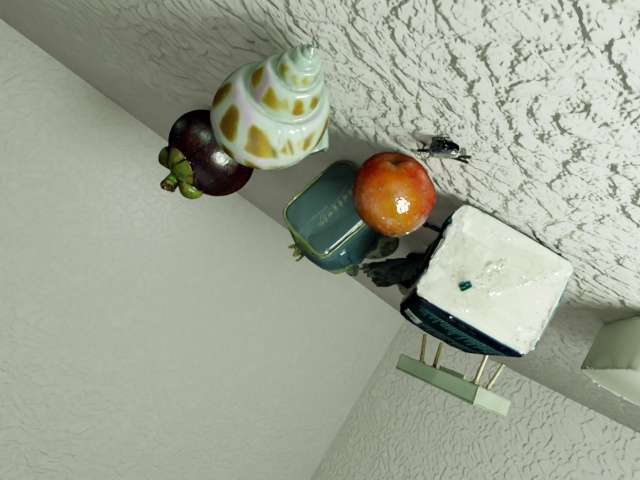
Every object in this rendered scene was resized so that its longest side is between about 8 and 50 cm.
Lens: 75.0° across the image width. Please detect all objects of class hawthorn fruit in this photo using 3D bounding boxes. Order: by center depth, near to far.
[{"bbox_3d":[0.144,-0.097,0.847,0.173,0.173,0.173,32,172,5],"label":"hawthorn fruit"}]

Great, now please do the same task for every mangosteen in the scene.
[{"bbox_3d":[-0.364,-0.267,1.360,0.300,0.300,0.300,32,172,5],"label":"mangosteen"}]

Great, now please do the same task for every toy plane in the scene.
[{"bbox_3d":[0.203,-0.157,0.732,0.049,0.031,0.120,28,174,-39],"label":"toy plane"}]

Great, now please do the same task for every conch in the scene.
[{"bbox_3d":[-0.079,-0.233,0.793,0.249,0.197,0.368,-3,-170,-28],"label":"conch"}]

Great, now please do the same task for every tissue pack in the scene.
[{"bbox_3d":[0.353,0.119,0.993,0.264,0.253,0.416,29,172,13],"label":"tissue pack"}]

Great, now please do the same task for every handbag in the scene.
[{"bbox_3d":[0.048,-0.053,1.135,0.222,0.263,0.241,49,176,20],"label":"handbag"}]

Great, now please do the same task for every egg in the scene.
[{"bbox_3d":[0.174,-0.008,1.342,0.181,0.141,0.141,20,165,46],"label":"egg"}]

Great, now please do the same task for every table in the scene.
[{"bbox_3d":[0.315,0.306,0.985,0.121,0.111,0.240,31,167,-29],"label":"table"}]

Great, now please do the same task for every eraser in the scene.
[{"bbox_3d":[0.766,0.299,0.874,0.331,0.150,0.331,35,172,6],"label":"eraser"}]

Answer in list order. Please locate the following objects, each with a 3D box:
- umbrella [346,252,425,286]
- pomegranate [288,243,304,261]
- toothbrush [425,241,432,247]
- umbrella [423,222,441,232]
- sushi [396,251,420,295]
[{"bbox_3d":[0.244,0.104,1.351,0.349,0.094,0.143,-1,137,27],"label":"umbrella"},{"bbox_3d":[0.000,0.000,1.734,0.211,0.263,0.211,54,163,24],"label":"pomegranate"},{"bbox_3d":[0.412,0.059,1.273,0.204,0.017,0.022,31,153,8],"label":"toothbrush"},{"bbox_3d":[0.306,-0.034,1.127,0.122,0.022,0.013,20,143,16],"label":"umbrella"},{"bbox_3d":[0.404,0.187,1.520,0.211,0.171,0.350,27,169,48],"label":"sushi"}]
